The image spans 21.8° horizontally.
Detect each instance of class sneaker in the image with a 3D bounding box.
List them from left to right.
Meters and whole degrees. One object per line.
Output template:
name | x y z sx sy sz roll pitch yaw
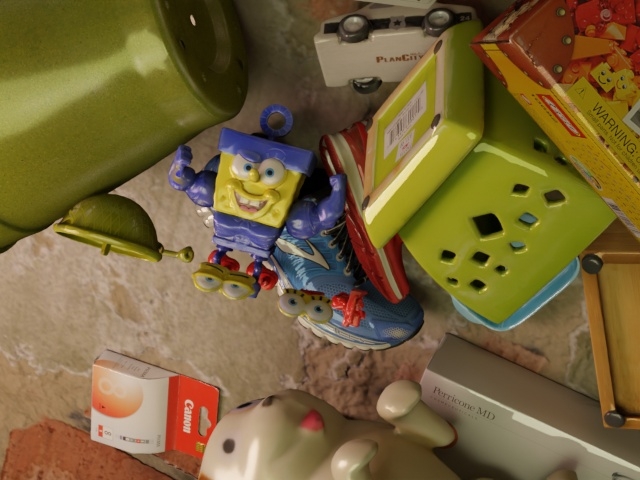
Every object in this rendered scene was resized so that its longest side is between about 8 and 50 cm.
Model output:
sneaker | 0.000 0.000 2.008 0.330 0.130 0.147 41 131 -4
sneaker | 0.093 -0.043 1.927 0.128 0.087 0.221 -25 113 -11

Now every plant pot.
plant pot | -0.285 -0.203 1.902 0.353 0.366 0.366 -17 113 19
plant pot | 0.173 -0.085 1.774 0.207 0.227 0.228 25 131 -18

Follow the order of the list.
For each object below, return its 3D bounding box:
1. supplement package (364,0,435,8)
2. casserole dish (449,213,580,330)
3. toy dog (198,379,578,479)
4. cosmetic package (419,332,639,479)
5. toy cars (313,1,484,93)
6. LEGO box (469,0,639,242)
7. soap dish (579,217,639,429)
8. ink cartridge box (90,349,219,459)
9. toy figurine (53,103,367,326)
supplement package | 0.065 -0.395 1.637 0.204 0.145 0.262 -44 60 37
casserole dish | 0.230 0.030 1.979 0.114 0.037 0.188 41 129 -5
toy dog | 0.048 0.331 2.019 0.408 0.284 0.395 32 143 5
cosmetic package | 0.275 0.318 2.108 0.377 0.097 0.284 24 125 9
toy cars | 0.158 -0.274 1.783 0.176 0.087 0.394 28 137 -30
LEGO box | 0.450 -0.127 1.568 0.372 0.193 0.500 -43 99 0
soap dish | 0.408 0.089 1.883 0.229 0.118 0.290 1 119 24
ink cartridge box | -0.235 0.244 2.327 0.179 0.045 0.145 19 127 16
toy figurine | -0.096 -0.057 1.890 0.363 0.191 0.217 17 96 8
